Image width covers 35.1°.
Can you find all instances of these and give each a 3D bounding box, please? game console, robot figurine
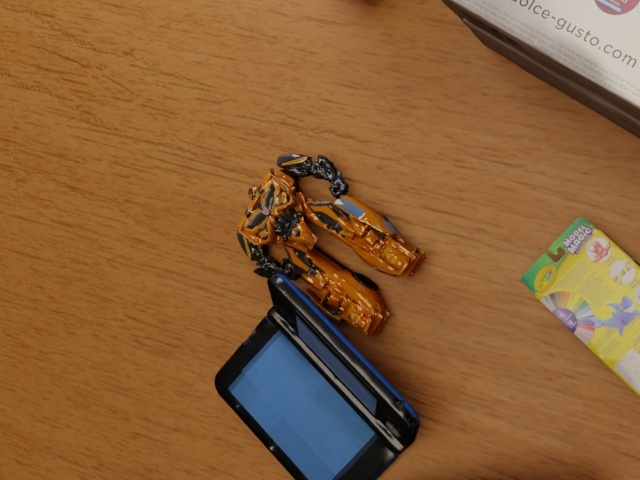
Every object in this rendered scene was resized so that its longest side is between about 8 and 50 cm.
[{"bbox_3d":[-0.019,0.229,1.455,0.173,0.250,0.293,-42,75,-12],"label":"game console"},{"bbox_3d":[0.000,0.000,1.493,0.291,0.085,0.211,35,105,19],"label":"robot figurine"}]

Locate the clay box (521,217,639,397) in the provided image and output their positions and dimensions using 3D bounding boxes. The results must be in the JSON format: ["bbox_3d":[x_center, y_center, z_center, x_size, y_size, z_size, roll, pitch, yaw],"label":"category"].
[{"bbox_3d":[0.391,0.085,1.354,0.222,0.053,0.127,46,105,18],"label":"clay box"}]

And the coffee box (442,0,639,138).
[{"bbox_3d":[0.384,-0.335,1.215,0.337,0.338,0.334,35,100,19],"label":"coffee box"}]
